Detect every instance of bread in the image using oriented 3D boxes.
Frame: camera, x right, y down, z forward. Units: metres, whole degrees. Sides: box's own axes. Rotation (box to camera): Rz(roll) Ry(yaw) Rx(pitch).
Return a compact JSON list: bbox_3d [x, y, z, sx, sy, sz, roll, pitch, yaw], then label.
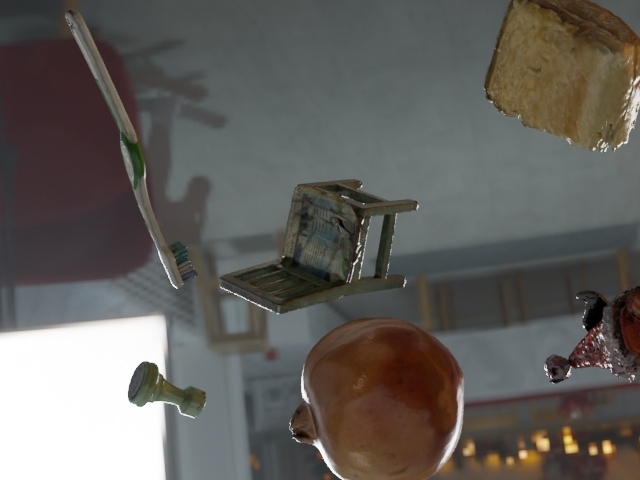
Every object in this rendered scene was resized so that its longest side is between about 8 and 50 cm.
[{"bbox_3d":[0.202,-0.136,1.174,0.082,0.106,0.125,-10,-143,-44],"label":"bread"}]

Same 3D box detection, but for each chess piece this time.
[{"bbox_3d":[-0.216,0.216,2.092,0.103,0.067,0.067,23,156,-23],"label":"chess piece"}]

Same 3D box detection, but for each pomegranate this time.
[{"bbox_3d":[0.075,0.195,1.727,0.209,0.209,0.209,-6,168,-1],"label":"pomegranate"}]

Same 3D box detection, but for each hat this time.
[{"bbox_3d":[0.380,0.143,1.917,0.140,0.129,0.227,16,154,-27],"label":"hat"}]

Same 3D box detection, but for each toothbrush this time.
[{"bbox_3d":[-0.192,-0.089,1.477,0.030,0.304,0.030,-19,-161,7],"label":"toothbrush"}]

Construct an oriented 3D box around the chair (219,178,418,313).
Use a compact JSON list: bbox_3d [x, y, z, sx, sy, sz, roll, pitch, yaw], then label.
[{"bbox_3d":[0.000,0.000,2.122,0.270,0.147,0.136,-8,-158,-45],"label":"chair"}]
